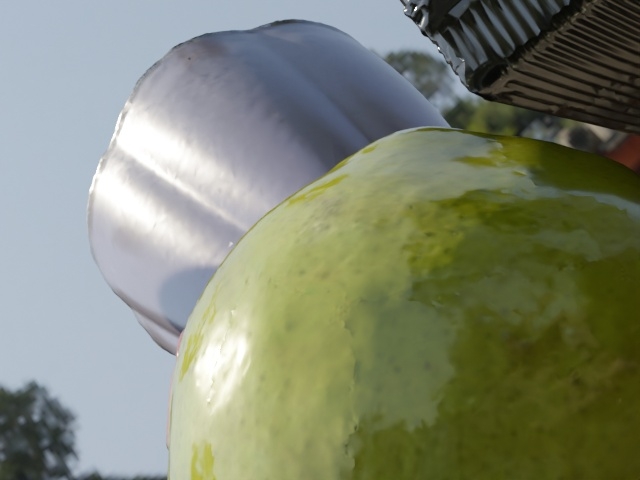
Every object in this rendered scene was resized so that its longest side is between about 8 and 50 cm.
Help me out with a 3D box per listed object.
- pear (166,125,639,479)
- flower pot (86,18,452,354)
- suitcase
[{"bbox_3d":[0.073,0.136,0.683,0.287,0.375,0.287,4,-26,2],"label":"pear"},{"bbox_3d":[0.000,0.000,1.114,0.265,0.243,0.265,-7,-71,-21],"label":"flower pot"},{"bbox_3d":[0.206,-0.181,1.026,0.229,0.152,0.335,-42,-20,23],"label":"suitcase"}]
